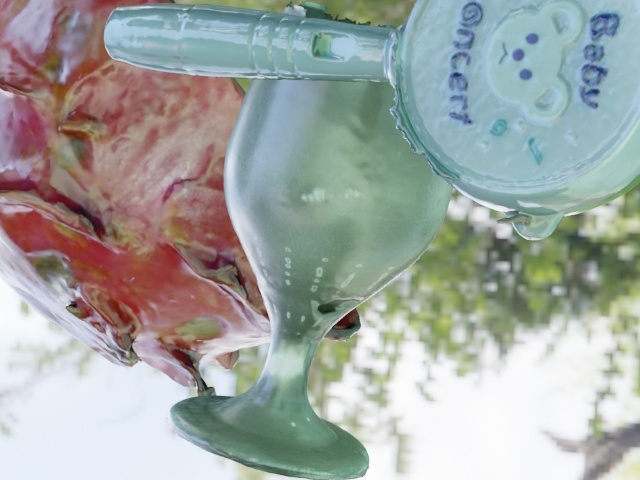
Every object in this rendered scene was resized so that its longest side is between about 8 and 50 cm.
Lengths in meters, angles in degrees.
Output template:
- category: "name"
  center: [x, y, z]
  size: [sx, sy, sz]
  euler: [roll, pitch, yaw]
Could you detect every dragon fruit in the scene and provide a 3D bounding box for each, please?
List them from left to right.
- category: "dragon fruit"
  center: [-0.145, -0.053, 1.375]
  size: [0.249, 0.371, 0.386]
  euler: [-40, -37, -2]

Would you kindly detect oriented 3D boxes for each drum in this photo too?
- category: "drum"
  center: [0.032, -0.094, 0.768]
  size: [0.049, 0.253, 0.130]
  euler: [16, -82, -64]

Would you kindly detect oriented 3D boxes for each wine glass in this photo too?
- category: "wine glass"
  center: [0.000, 0.000, 1.001]
  size: [0.126, 0.126, 0.241]
  euler: [-4, -70, -62]
